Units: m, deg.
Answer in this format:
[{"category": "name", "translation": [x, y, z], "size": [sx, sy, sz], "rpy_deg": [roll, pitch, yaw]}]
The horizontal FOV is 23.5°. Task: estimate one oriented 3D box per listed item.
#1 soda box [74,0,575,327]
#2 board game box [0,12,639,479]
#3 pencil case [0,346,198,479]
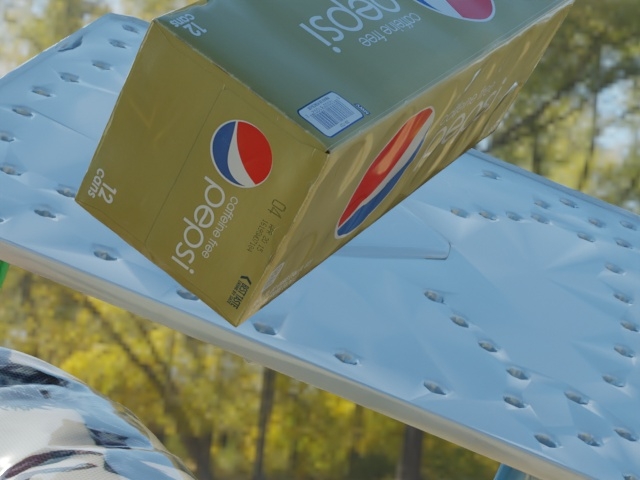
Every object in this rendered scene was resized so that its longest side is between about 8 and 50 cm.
[{"category": "soda box", "translation": [0.010, -0.046, 0.452], "size": [0.058, 0.061, 0.181], "rpy_deg": [37, 33, 12]}, {"category": "board game box", "translation": [0.000, 0.000, 0.848], "size": [0.390, 0.050, 0.390], "rpy_deg": [22, 22, 3]}, {"category": "pencil case", "translation": [-0.100, 0.183, 0.642], "size": [0.160, 0.183, 0.410], "rpy_deg": [17, 7, -30]}]
